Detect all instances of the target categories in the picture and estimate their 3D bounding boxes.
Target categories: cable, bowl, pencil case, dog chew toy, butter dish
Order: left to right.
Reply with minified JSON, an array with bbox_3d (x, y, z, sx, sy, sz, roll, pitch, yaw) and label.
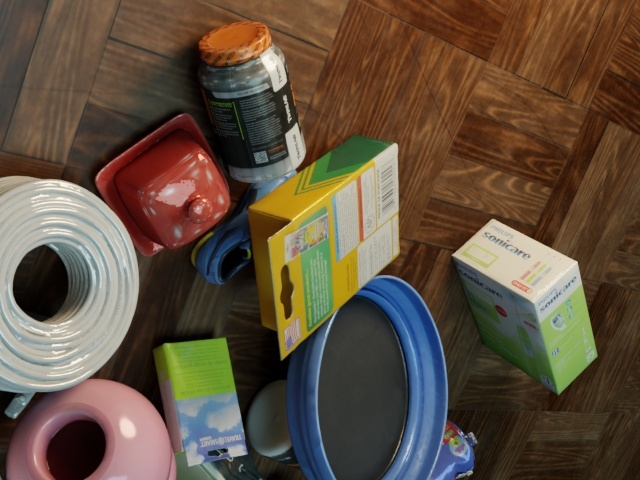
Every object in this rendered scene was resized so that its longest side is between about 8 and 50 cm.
[{"bbox_3d":[-0.336,0.052,1.036,0.257,0.089,0.257,-47,123,-37],"label":"cable"},{"bbox_3d":[-0.287,0.313,1.182,0.206,0.206,0.332,-42,159,-14],"label":"dog chew toy"},{"bbox_3d":[-0.182,-0.057,1.142,0.160,0.118,0.160,-39,132,-18],"label":"butter dish"},{"bbox_3d":[0.083,0.253,1.447,0.391,0.077,0.391,9,78,-52],"label":"bowl"},{"bbox_3d":[0.174,0.480,1.724,0.306,0.133,0.119,-37,158,-18],"label":"pencil case"}]

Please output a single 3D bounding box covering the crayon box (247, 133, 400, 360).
[{"bbox_3d":[0.000,0.000,1.287,0.323,0.083,0.203,-39,135,-44],"label":"crayon box"}]

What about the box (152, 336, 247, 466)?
[{"bbox_3d":[-0.176,0.236,1.287,0.109,0.042,0.178,-2,72,-39],"label":"box"}]

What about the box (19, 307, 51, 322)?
[{"bbox_3d":[-0.432,0.101,1.057,0.324,0.063,0.067,26,95,-45],"label":"box"}]

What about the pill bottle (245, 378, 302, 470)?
[{"bbox_3d":[-0.004,0.332,1.493,0.246,0.130,0.130,34,89,-45],"label":"pill bottle"}]

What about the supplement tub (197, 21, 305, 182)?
[{"bbox_3d":[-0.092,-0.181,1.150,0.117,0.117,0.190,-31,130,-23],"label":"supplement tub"}]

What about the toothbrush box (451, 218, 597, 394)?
[{"bbox_3d":[0.390,0.126,1.657,0.122,0.206,0.283,-39,133,-16],"label":"toothbrush box"}]

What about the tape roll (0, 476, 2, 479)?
[{"bbox_3d":[-0.514,0.347,1.019,0.286,0.100,0.286,-5,120,-9],"label":"tape roll"}]

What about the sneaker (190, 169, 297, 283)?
[{"bbox_3d":[-0.093,-0.019,1.264,0.209,0.082,0.069,-48,132,-11],"label":"sneaker"}]

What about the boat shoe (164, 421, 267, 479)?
[{"bbox_3d":[-0.153,0.369,1.407,0.340,0.127,0.113,54,47,-33],"label":"boat shoe"}]
